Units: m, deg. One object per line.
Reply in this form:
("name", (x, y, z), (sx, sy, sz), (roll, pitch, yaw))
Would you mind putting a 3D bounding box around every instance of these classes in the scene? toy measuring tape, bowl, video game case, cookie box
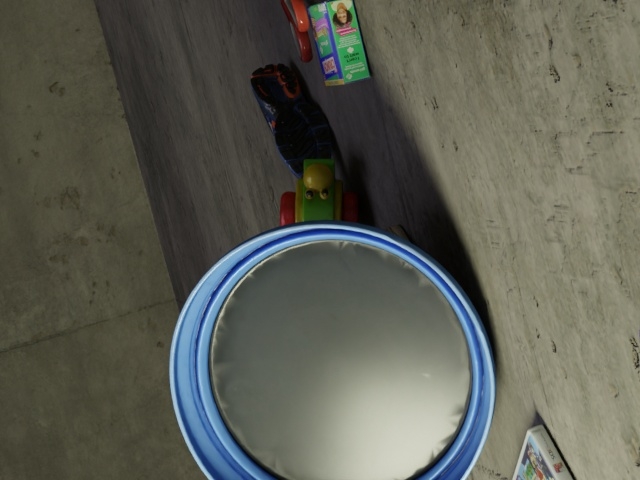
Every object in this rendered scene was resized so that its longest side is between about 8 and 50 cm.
("toy measuring tape", (0.000, 0.000, 2.098), (0.330, 0.121, 0.121), (88, 160, -60))
("bowl", (0.017, 0.163, 1.755), (0.077, 0.391, 0.391), (-43, -60, -74))
("video game case", (0.269, 0.333, 1.662), (0.201, 0.023, 0.183), (93, 155, -54))
("cookie box", (0.023, -0.254, 1.878), (0.092, 0.040, 0.107), (-165, 60, -74))

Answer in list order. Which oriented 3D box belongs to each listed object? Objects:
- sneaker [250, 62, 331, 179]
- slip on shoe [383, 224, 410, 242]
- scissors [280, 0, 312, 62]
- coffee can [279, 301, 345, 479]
("sneaker", (-0.034, -0.163, 2.145), (0.087, 0.083, 0.221), (71, 178, -53))
("slip on shoe", (0.107, 0.029, 1.879), (0.135, 0.041, 0.051), (-122, 21, -45))
("scissors", (-0.052, -0.353, 2.025), (0.297, 0.021, 0.109), (-109, 4, -49))
("coffee can", (0.011, 0.190, 1.905), (0.201, 0.201, 0.275), (-158, 58, -71))
